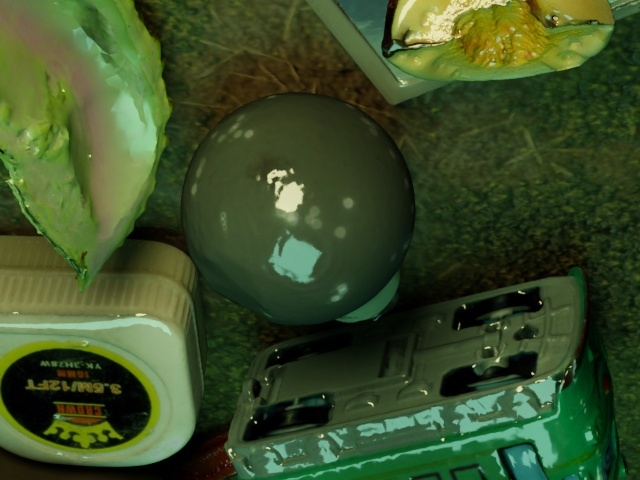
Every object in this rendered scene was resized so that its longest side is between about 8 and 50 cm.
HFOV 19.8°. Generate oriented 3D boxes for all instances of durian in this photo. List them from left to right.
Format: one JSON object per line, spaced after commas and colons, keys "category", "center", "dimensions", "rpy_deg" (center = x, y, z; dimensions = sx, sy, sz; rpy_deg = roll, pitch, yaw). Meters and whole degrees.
{"category": "durian", "center": [-0.210, -0.118, 1.307], "dimensions": [0.157, 0.170, 0.355], "rpy_deg": [-14, 145, 19]}

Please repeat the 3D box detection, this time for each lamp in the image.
{"category": "lamp", "center": [-0.018, -0.006, 1.479], "dimensions": [0.181, 0.182, 0.314], "rpy_deg": [1, 164, 0]}

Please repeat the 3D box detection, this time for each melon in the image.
{"category": "melon", "center": [0.126, -0.160, 1.293], "dimensions": [0.160, 0.079, 0.128], "rpy_deg": [-8, 163, 11]}

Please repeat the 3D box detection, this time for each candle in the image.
{"category": "candle", "center": [-0.121, 0.228, 1.865], "dimensions": [0.329, 0.048, 0.051], "rpy_deg": [-29, 147, 32]}

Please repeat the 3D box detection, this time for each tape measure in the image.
{"category": "tape measure", "center": [-0.238, 0.098, 1.633], "dimensions": [0.271, 0.133, 0.231], "rpy_deg": [1, 135, 3]}

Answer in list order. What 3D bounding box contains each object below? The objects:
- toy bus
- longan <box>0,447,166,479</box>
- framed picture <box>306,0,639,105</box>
{"category": "toy bus", "center": [0.104, 0.173, 1.640], "dimensions": [0.343, 0.183, 0.199], "rpy_deg": [-15, 117, 20]}
{"category": "longan", "center": [-0.298, 0.356, 1.733], "dimensions": [0.436, 0.404, 0.404], "rpy_deg": [40, 132, -12]}
{"category": "framed picture", "center": [0.138, -0.224, 1.280], "dimensions": [0.335, 0.022, 0.247], "rpy_deg": [-19, 139, 24]}
